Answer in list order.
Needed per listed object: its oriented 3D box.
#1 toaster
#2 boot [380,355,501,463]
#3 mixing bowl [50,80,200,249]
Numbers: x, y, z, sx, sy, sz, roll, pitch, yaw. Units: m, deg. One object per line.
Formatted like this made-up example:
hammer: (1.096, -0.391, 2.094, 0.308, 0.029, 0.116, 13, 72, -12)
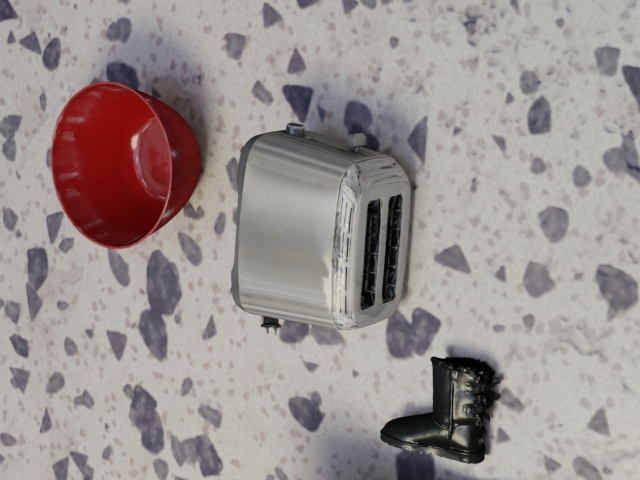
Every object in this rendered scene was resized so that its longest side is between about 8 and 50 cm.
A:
toaster: (0.000, 0.000, 1.629, 0.146, 0.129, 0.227, 12, 103, 33)
boot: (0.118, 0.163, 1.617, 0.121, 0.045, 0.099, 9, 105, 28)
mixing bowl: (-0.200, -0.087, 1.784, 0.181, 0.098, 0.181, 7, 102, 35)
